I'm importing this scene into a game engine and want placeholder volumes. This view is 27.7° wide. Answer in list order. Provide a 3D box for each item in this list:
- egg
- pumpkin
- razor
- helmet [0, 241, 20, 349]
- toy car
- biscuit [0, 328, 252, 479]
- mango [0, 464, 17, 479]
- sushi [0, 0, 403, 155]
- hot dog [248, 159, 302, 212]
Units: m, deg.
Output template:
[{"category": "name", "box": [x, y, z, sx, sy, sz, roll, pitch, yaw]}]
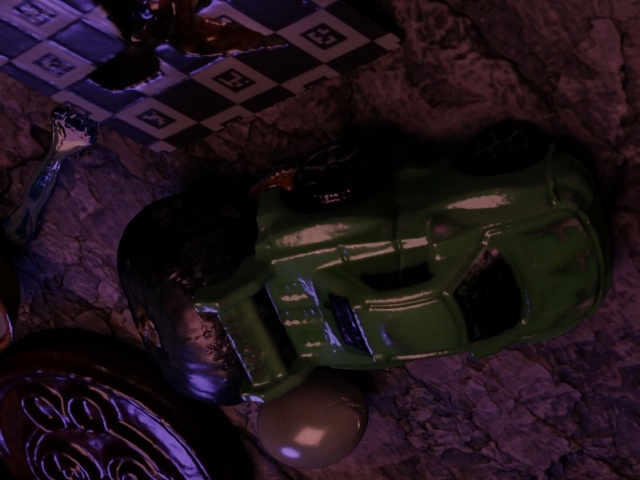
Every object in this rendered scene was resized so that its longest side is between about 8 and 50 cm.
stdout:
[{"category": "egg", "box": [-0.008, 0.209, 1.518, 0.152, 0.114, 0.114, -17, 120, 43]}, {"category": "pumpkin", "box": [-0.117, 0.059, 1.366, 0.233, 0.163, 0.233, 52, 161, 25]}, {"category": "razor", "box": [-0.313, -0.068, 1.473, 0.093, 0.056, 0.324, 35, 140, -7]}, {"category": "helmet", "box": [-0.465, 0.039, 1.615, 0.224, 0.130, 0.198, 11, 141, 7]}, {"category": "toy car", "box": [0.084, 0.031, 1.209, 0.359, 0.176, 0.213, -6, 129, 19]}, {"category": "biscuit", "box": [-0.290, 0.291, 1.793, 0.407, 0.091, 0.407, 17, 137, 17]}, {"category": "mango", "box": [-0.473, 0.423, 1.955, 0.185, 0.149, 0.273, 50, 168, 4]}, {"category": "sushi", "box": [-0.164, -0.221, 1.190, 0.343, 0.064, 0.359, 27, 148, -37]}, {"category": "hot dog", "box": [0.000, 0.000, 1.352, 0.108, 0.059, 0.191, -17, 119, 36]}]
